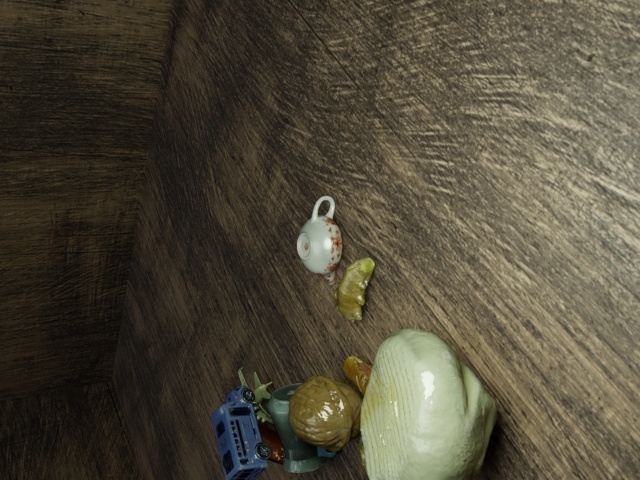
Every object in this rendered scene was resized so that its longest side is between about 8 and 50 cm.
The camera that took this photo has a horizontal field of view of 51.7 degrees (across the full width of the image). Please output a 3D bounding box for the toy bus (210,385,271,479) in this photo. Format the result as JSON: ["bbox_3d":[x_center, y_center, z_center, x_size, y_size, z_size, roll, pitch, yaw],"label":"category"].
[{"bbox_3d":[-0.267,0.616,2.119,0.125,0.133,0.292,-52,45,36],"label":"toy bus"}]

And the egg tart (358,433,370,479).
[{"bbox_3d":[0.161,0.561,1.631,0.232,0.098,0.252,-25,77,61],"label":"egg tart"}]

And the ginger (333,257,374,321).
[{"bbox_3d":[0.082,0.135,1.702,0.205,0.081,0.115,114,171,-50],"label":"ginger"}]

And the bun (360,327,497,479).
[{"bbox_3d":[0.227,0.361,1.369,0.365,0.219,0.365,-175,90,-72],"label":"bun"}]

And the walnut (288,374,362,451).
[{"bbox_3d":[0.018,0.458,1.745,0.213,0.213,0.213,14,106,57],"label":"walnut"}]

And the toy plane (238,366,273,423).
[{"bbox_3d":[-0.231,0.556,2.273,0.229,0.092,0.244,51,134,23],"label":"toy plane"}]

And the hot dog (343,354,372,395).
[{"bbox_3d":[0.144,0.381,1.661,0.286,0.061,0.088,31,131,55],"label":"hot dog"}]

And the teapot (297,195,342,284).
[{"bbox_3d":[0.000,0.000,1.809,0.159,0.116,0.246,-142,59,-64],"label":"teapot"}]

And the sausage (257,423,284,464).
[{"bbox_3d":[-0.187,0.675,2.210,0.330,0.102,0.102,-2,93,56],"label":"sausage"}]

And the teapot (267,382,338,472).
[{"bbox_3d":[-0.046,0.546,1.919,0.203,0.171,0.225,-3,100,29],"label":"teapot"}]
